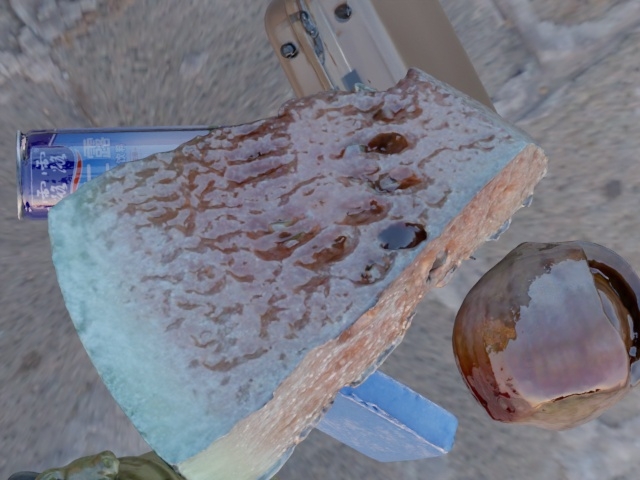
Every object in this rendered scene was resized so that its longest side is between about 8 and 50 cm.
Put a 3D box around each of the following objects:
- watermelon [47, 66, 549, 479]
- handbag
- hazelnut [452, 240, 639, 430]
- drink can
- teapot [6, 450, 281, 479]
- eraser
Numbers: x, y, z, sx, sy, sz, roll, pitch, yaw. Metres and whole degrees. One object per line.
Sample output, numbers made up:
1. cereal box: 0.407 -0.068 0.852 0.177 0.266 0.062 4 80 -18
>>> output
1. watermelon: 0.000 0.000 0.794 0.241 0.094 0.154 -31 68 -8
2. handbag: 0.095 -0.176 1.922 0.149 0.283 0.301 -33 81 32
3. hazelnut: 0.098 0.040 0.709 0.086 0.086 0.086 0 90 -6
4. drink can: -0.189 -0.069 1.708 0.235 0.097 0.097 -2 90 -9
5. teapot: -0.091 0.196 0.976 0.182 0.269 0.173 41 76 -44
6. eraser: -0.029 0.117 1.567 0.312 0.144 0.042 31 68 -17
